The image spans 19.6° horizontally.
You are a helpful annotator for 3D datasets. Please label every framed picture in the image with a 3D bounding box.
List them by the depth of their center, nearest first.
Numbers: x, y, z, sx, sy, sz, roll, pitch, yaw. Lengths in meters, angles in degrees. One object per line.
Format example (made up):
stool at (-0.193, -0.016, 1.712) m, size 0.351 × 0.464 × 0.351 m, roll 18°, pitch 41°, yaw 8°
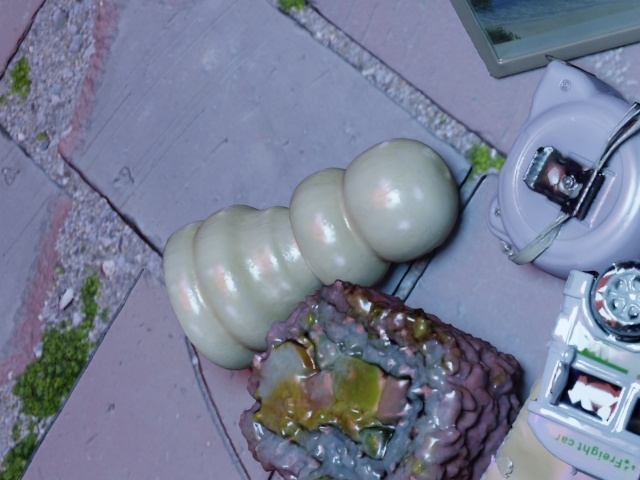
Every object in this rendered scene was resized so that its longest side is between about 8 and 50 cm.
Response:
framed picture at (0.241, -0.277, 1.702) m, size 0.315 × 0.232 × 0.024 m, roll -11°, pitch 33°, yaw 38°

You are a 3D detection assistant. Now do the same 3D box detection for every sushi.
sushi at (0.061, 0.170, 1.763) m, size 0.270 × 0.171 × 0.236 m, roll 21°, pitch 94°, yaw 42°

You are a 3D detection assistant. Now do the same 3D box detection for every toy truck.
toy truck at (0.329, 0.146, 1.360) m, size 0.363 × 0.176 × 0.178 m, roll 26°, pitch 88°, yaw 15°

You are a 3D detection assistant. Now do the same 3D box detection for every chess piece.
chess piece at (0.000, 0.000, 1.861) m, size 0.300 × 0.167 × 0.167 m, roll -28°, pitch 64°, yaw 27°

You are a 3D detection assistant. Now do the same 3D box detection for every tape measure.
tape measure at (0.246, -0.057, 1.704) m, size 0.178 × 0.105 × 0.196 m, roll 23°, pitch 94°, yaw 39°

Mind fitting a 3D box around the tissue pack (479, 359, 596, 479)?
tissue pack at (0.276, 0.226, 1.589) m, size 0.257 × 0.123 × 0.215 m, roll 31°, pitch 97°, yaw 24°
